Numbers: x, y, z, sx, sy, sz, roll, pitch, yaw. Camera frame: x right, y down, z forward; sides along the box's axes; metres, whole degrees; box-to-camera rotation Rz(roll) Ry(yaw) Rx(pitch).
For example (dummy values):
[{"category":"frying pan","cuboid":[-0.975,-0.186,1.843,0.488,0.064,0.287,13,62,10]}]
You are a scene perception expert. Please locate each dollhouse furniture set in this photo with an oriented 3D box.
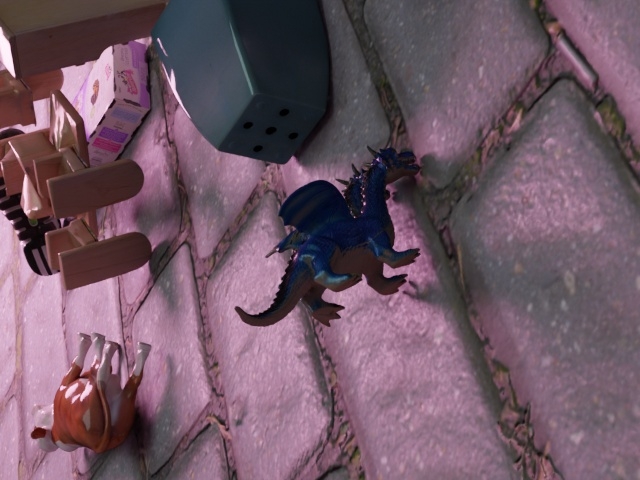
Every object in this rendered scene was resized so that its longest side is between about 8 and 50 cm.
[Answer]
[{"category":"dollhouse furniture set","cuboid":[-0.362,-0.200,1.888,0.362,0.256,0.394,47,146,45]}]

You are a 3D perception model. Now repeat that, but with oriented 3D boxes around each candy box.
[{"category":"candy box","cuboid":[-0.373,-0.235,2.120,0.196,0.070,0.165,-48,37,39]}]

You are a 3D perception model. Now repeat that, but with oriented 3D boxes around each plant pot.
[{"category":"plant pot","cuboid":[-0.088,-0.221,1.529,0.165,0.165,0.234,-50,45,37]}]

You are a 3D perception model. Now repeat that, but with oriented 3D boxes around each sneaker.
[{"category":"sneaker","cuboid":[-0.542,-0.082,2.216,0.162,0.106,0.281,-130,26,-67]}]

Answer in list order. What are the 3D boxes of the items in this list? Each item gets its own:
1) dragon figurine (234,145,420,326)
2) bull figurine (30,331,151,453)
[{"category":"dragon figurine","cuboid":[0.000,0.000,1.209,0.144,0.289,0.085,51,147,24]},{"category":"bull figurine","cuboid":[-0.347,0.236,1.803,0.310,0.101,0.188,-5,70,60]}]
